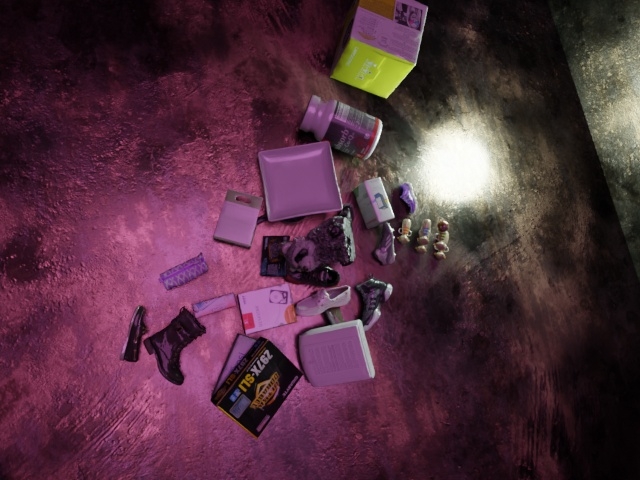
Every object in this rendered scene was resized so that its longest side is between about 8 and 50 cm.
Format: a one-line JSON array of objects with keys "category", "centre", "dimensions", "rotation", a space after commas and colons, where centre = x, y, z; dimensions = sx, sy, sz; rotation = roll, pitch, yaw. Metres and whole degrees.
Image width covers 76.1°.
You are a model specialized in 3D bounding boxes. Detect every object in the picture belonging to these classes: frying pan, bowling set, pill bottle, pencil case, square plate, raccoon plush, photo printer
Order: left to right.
[{"category": "pencil case", "centre": [-0.579, 0.135, 1.741], "dimensions": [0.206, 0.088, 0.086], "rotation": [-30, 87, -17]}, {"category": "frying pan", "centre": [-0.177, -0.126, 1.911], "dimensions": [0.197, 0.053, 0.326], "rotation": [37, 82, 3]}, {"category": "square plate", "centre": [-0.096, -0.273, 1.896], "dimensions": [0.343, 0.049, 0.348], "rotation": [-10, 77, -3]}, {"category": "raccoon plush", "centre": [0.000, 0.000, 1.870], "dimensions": [0.298, 0.446, 0.216], "rotation": [-10, 108, 15]}, {"category": "photo printer", "centre": [0.058, 0.499, 1.783], "dimensions": [0.307, 0.107, 0.256], "rotation": [-16, 87, 18]}, {"category": "pill bottle", "centre": [0.095, -0.550, 1.977], "dimensions": [0.362, 0.210, 0.211], "rotation": [20, 76, -10]}, {"category": "bowling set", "centre": [0.541, -0.015, 2.019], "dimensions": [0.286, 0.200, 0.154], "rotation": [15, 78, -8]}]

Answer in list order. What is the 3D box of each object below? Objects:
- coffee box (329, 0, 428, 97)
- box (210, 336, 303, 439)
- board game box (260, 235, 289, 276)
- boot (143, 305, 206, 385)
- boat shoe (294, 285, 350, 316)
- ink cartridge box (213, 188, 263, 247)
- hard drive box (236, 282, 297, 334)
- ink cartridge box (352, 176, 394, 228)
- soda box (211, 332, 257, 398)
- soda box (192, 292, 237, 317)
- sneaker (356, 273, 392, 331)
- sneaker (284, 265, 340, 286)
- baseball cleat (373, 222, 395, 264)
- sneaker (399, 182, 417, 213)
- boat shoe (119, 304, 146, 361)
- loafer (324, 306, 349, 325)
[{"category": "coffee box", "centre": [0.276, -0.978, 2.031], "dimensions": [0.337, 0.337, 0.335], "rotation": [16, 77, -12]}, {"category": "box", "centre": [-0.254, 0.604, 1.690], "dimensions": [0.322, 0.079, 0.257], "rotation": [-50, 117, -25]}, {"category": "board game box", "centre": [-0.206, 0.070, 1.855], "dimensions": [0.126, 0.026, 0.187], "rotation": [0, 79, 18]}, {"category": "boot", "centre": [-0.566, 0.431, 1.670], "dimensions": [0.228, 0.091, 0.263], "rotation": [-34, 94, -8]}, {"category": "boat shoe", "centre": [0.010, 0.262, 1.859], "dimensions": [0.276, 0.096, 0.098], "rotation": [-15, 40, -24]}, {"category": "ink cartridge box", "centre": [-0.368, -0.097, 1.841], "dimensions": [0.170, 0.056, 0.235], "rotation": [14, 77, -3]}, {"category": "hard drive box", "centre": [-0.237, 0.301, 1.805], "dimensions": [0.231, 0.089, 0.181], "rotation": [-12, 83, -16]}, {"category": "ink cartridge box", "centre": [0.255, -0.178, 1.985], "dimensions": [0.093, 0.154, 0.213], "rotation": [-16, 85, -19]}, {"category": "soda box", "centre": [-0.361, 0.545, 1.728], "dimensions": [0.098, 0.091, 0.287], "rotation": [24, 76, -12]}, {"category": "soda box", "centre": [-0.456, 0.280, 1.765], "dimensions": [0.183, 0.058, 0.063], "rotation": [-16, 85, -18]}, {"category": "sneaker", "centre": [0.219, 0.286, 1.929], "dimensions": [0.153, 0.101, 0.269], "rotation": [36, 68, -6]}, {"category": "sneaker", "centre": [-0.032, 0.157, 1.862], "dimensions": [0.275, 0.135, 0.098], "rotation": [9, 80, -12]}, {"category": "baseball cleat", "centre": [0.310, 0.019, 1.997], "dimensions": [0.109, 0.072, 0.206], "rotation": [-12, 94, -16]}, {"category": "sneaker", "centre": [0.449, -0.213, 2.102], "dimensions": [0.071, 0.068, 0.170], "rotation": [-15, 76, -2]}, {"category": "boat shoe", "centre": [-0.748, 0.378, 1.662], "dimensions": [0.068, 0.081, 0.228], "rotation": [16, 84, -15]}, {"category": "loafer", "centre": [0.114, 0.413, 1.878], "dimensions": [0.087, 0.094, 0.251], "rotation": [-30, 89, -13]}]
